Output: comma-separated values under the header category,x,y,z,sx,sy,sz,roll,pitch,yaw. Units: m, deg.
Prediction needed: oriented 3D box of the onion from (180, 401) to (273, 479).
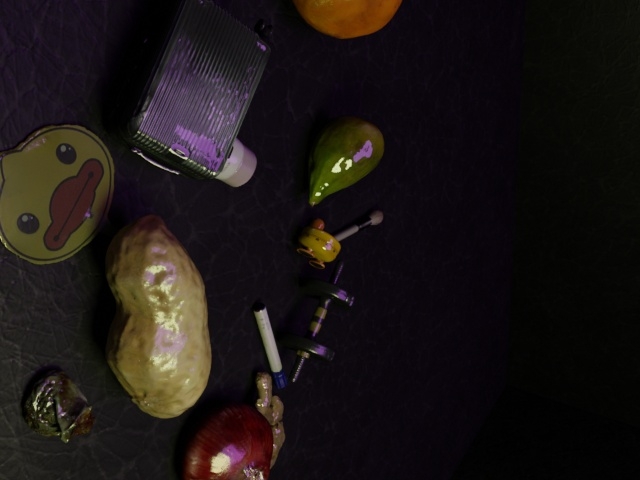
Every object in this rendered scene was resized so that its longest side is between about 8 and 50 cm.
category,x,y,z,sx,sy,sz,roll,pitch,yaw
onion,-0.197,0.470,1.583,0.248,0.161,0.248,19,68,-58

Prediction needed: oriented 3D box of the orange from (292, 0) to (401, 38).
category,x,y,z,sx,sy,sz,roll,pitch,yaw
orange,0.063,-0.567,1.509,0.283,0.226,0.284,-28,127,-44

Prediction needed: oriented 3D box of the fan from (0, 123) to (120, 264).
category,x,y,z,sx,sy,sz,roll,pitch,yaw
fan,-0.395,-0.055,1.168,0.335,0.011,0.230,45,65,-56

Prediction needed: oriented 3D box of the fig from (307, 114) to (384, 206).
category,x,y,z,sx,sy,sz,roll,pitch,yaw
fig,0.042,-0.205,1.719,0.233,0.167,0.167,-28,136,-4

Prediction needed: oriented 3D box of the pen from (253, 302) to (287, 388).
category,x,y,z,sx,sy,sz,roll,pitch,yaw
pen,-0.121,0.257,1.733,0.033,0.033,0.269,-48,139,-39

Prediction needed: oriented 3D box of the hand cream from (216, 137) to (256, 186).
category,x,y,z,sx,sy,sz,roll,pitch,yaw
hand cream,-0.225,-0.190,1.342,0.247,0.083,0.133,30,75,-48

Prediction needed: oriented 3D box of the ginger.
category,x,y,z,sx,sy,sz,roll,pitch,yaw
ginger,-0.132,0.430,1.765,0.149,0.065,0.259,-34,125,-65

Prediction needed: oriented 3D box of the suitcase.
category,x,y,z,sx,sy,sz,roll,pitch,yaw
suitcase,-0.217,-0.269,1.219,0.202,0.128,0.312,29,78,-38

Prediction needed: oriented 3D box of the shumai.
category,x,y,z,sx,sy,sz,roll,pitch,yaw
shumai,-0.423,0.281,1.189,0.099,0.087,0.124,-51,140,-34

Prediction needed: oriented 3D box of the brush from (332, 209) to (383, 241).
category,x,y,z,sx,sy,sz,roll,pitch,yaw
brush,0.089,-0.027,1.958,0.299,0.039,0.042,-30,128,-49

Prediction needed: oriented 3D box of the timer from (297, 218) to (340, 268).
category,x,y,z,sx,sy,sz,roll,pitch,yaw
timer,0.000,0.000,1.755,0.109,0.107,0.107,-61,147,-17

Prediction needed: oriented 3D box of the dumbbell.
category,x,y,z,sx,sy,sz,roll,pitch,yaw
dumbbell,-0.008,0.197,1.785,0.143,0.143,0.326,44,64,-56

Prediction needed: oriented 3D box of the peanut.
category,x,y,z,sx,sy,sz,roll,pitch,yaw
peanut,-0.293,0.140,1.267,0.192,0.169,0.387,-25,122,-45
